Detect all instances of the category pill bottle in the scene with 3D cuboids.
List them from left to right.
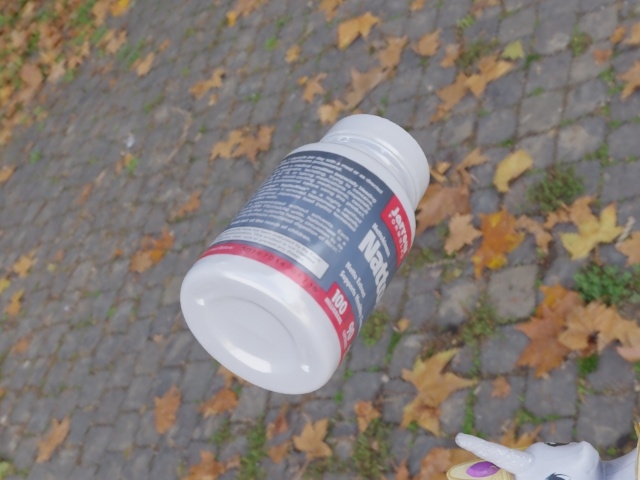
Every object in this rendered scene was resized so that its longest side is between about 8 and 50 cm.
[{"bbox_3d":[0.000,0.000,0.618,0.108,0.108,0.180,-11,33,43],"label":"pill bottle"}]

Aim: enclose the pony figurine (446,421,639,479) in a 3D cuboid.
[{"bbox_3d":[0.326,0.203,0.733,0.363,0.351,0.303,-27,34,35],"label":"pony figurine"}]
